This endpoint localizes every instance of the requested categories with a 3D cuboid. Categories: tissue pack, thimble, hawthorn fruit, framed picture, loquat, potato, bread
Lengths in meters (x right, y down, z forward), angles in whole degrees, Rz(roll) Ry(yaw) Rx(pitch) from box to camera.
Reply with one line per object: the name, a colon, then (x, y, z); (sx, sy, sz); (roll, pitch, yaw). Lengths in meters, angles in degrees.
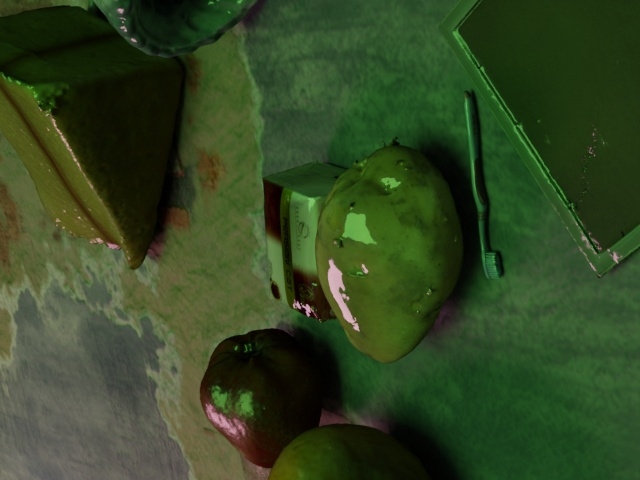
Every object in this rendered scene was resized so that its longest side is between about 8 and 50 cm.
tissue pack: (-0.001, 0.000, 1.451); (0.106, 0.099, 0.148); (20, 121, 47)
thimble: (-0.171, -0.336, 1.434); (0.172, 0.205, 0.250); (60, 159, 24)
hawthorn fruit: (-0.062, 0.213, 1.598); (0.163, 0.163, 0.203); (17, 135, 48)
framed picture: (0.238, -0.142, 1.147); (0.293, 0.018, 0.231); (60, 142, 15)
loquat: (0.037, 0.318, 1.471); (0.238, 0.193, 0.238); (-20, 66, 54)
potato: (0.063, 0.014, 1.341); (0.161, 0.128, 0.234); (37, 128, 18)
bread: (-0.346, -0.103, 1.729); (0.233, 0.245, 0.361); (31, 127, 30)

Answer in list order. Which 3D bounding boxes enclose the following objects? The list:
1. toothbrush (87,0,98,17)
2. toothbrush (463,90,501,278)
toothbrush: (-0.321, -0.281, 1.801); (0.024, 0.029, 0.354); (43, 138, 52)
toothbrush: (0.159, -0.054, 1.292); (0.019, 0.013, 0.193); (3, 108, 45)
